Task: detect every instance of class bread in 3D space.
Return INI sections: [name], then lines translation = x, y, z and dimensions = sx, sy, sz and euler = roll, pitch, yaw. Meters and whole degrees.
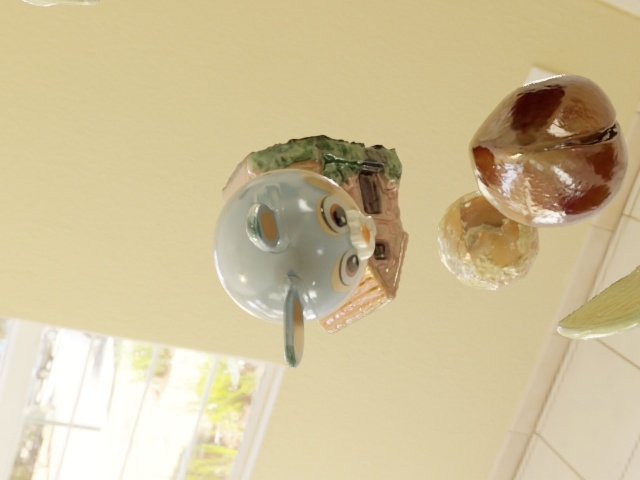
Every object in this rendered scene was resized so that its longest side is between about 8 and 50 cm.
[bread]
translation = 0.396, 0.072, 0.919
dimensions = 0.193, 0.036, 0.112
euler = -33, 8, -11

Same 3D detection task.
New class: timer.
[timer]
translation = -0.014, 0.010, 0.715
dimensions = 0.255, 0.175, 0.175
euler = -168, 92, -71

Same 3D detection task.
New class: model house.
[model house]
translation = 0.000, 0.000, 1.098
dimensions = 0.202, 0.236, 0.238
euler = -32, 61, 50

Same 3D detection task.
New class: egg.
[egg]
translation = 0.318, -0.004, 1.445
dimensions = 0.233, 0.194, 0.195
euler = -94, 25, -61

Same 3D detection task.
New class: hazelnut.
[hazelnut]
translation = 0.281, -0.108, 0.934
dimensions = 0.208, 0.208, 0.208
euler = -166, 90, -70

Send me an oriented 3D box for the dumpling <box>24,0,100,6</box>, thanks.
[dumpling]
translation = -0.376, -0.372, 1.008
dimensions = 0.134, 0.169, 0.100
euler = -106, 26, -61
